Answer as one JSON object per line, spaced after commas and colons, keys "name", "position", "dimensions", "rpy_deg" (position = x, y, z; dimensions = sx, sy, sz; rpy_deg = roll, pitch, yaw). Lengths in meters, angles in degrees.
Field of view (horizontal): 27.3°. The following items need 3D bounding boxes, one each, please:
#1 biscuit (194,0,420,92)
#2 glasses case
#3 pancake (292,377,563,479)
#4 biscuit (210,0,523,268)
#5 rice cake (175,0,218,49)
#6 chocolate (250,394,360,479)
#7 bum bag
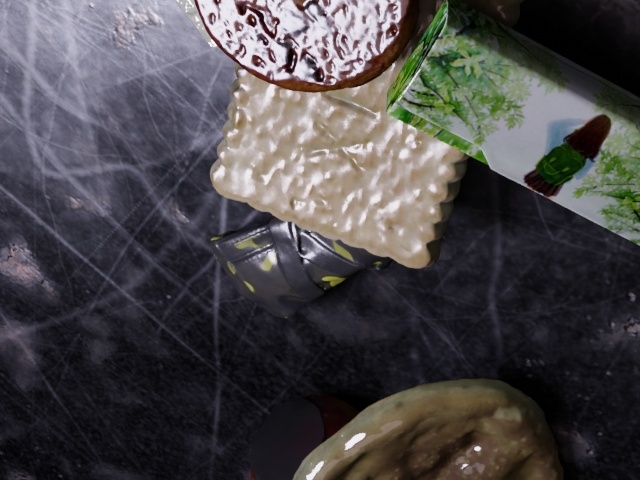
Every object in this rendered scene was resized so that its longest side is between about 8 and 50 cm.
{"name": "biscuit", "position": [-0.013, -0.198, 0.991], "dimensions": [0.192, 0.049, 0.192], "rpy_deg": [12, 118, 24]}
{"name": "glasses case", "position": [0.189, -0.076, 0.989], "dimensions": [0.272, 0.062, 0.095], "rpy_deg": [25, 120, -10]}
{"name": "pancake", "position": [0.107, 0.255, 1.284], "dimensions": [0.294, 0.049, 0.294], "rpy_deg": [-7, 129, -8]}
{"name": "biscuit", "position": [0.036, -0.142, 1.052], "dimensions": [0.217, 0.044, 0.325], "rpy_deg": [20, 122, 10]}
{"name": "rice cake", "position": [-0.137, -0.265, 1.070], "dimensions": [0.057, 0.052, 0.256], "rpy_deg": [-35, 107, 10]}
{"name": "chocolate", "position": [0.003, 0.228, 1.342], "dimensions": [0.127, 0.124, 0.133], "rpy_deg": [-38, 142, 4]}
{"name": "bum bag", "position": [0.000, 0.000, 1.200], "dimensions": [0.232, 0.060, 0.107], "rpy_deg": [-24, 110, 39]}
